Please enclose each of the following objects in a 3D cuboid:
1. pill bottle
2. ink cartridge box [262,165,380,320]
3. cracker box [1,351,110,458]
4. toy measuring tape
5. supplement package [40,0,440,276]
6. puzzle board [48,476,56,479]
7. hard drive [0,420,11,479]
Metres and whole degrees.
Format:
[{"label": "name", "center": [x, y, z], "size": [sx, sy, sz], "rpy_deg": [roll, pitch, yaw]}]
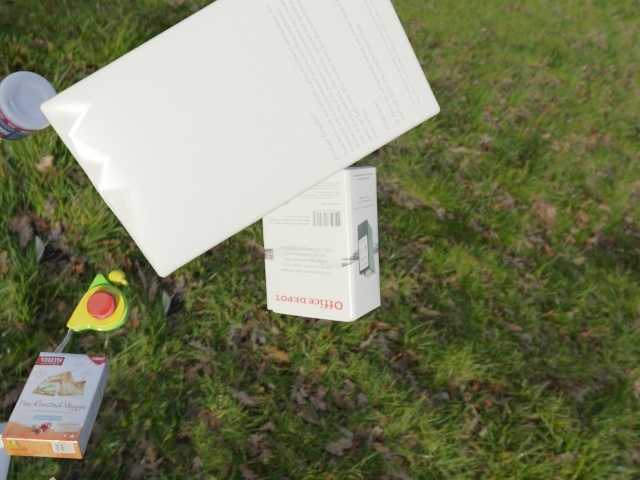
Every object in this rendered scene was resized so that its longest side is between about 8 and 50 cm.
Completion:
[{"label": "pill bottle", "center": [-0.588, -0.249, 1.156], "size": [0.107, 0.180, 0.108], "rpy_deg": [6, 81, -45]}, {"label": "ink cartridge box", "center": [0.000, 0.000, 1.148], "size": [0.114, 0.198, 0.273], "rpy_deg": [-15, 105, -56]}, {"label": "cracker box", "center": [-0.572, 0.355, 1.324], "size": [0.155, 0.067, 0.232], "rpy_deg": [4, 37, -4]}, {"label": "toy measuring tape", "center": [-0.560, 0.225, 1.483], "size": [0.121, 0.121, 0.330], "rpy_deg": [29, 71, -12]}, {"label": "supplement package", "center": [-0.073, -0.133, 0.580], "size": [0.292, 0.175, 0.178], "rpy_deg": [-30, 110, -1]}, {"label": "puzzle board", "center": [-0.552, 0.565, 1.222], "size": [0.096, 0.011, 0.128], "rpy_deg": [-33, 83, -24]}, {"label": "hard drive", "center": [-0.796, 0.534, 1.307], "size": [0.203, 0.308, 0.040], "rpy_deg": [1, 30, -40]}]
